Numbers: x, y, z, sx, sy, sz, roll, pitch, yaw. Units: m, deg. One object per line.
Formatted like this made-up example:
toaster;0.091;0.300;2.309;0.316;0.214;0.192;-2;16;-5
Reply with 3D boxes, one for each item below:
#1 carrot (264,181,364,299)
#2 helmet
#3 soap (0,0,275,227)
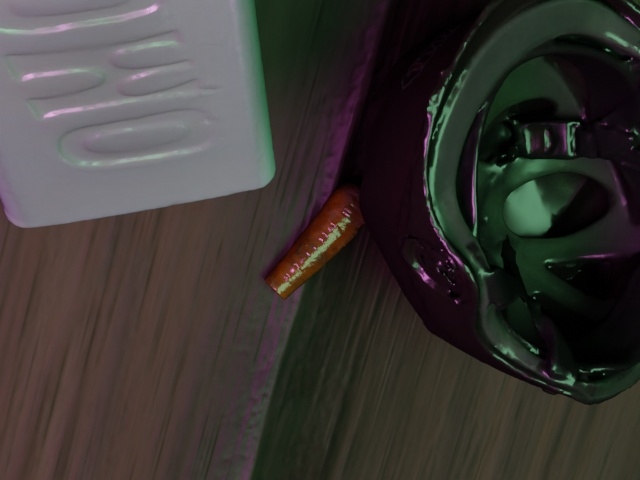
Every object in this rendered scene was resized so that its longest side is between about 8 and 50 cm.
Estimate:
carrot;0.000;0.000;1.052;0.093;0.032;0.032;-48;126;-3
helmet;0.125;-0.043;1.023;0.225;0.177;0.305;-43;119;-21
soap;-0.113;-0.117;0.794;0.160;0.087;0.265;-10;149;-4
